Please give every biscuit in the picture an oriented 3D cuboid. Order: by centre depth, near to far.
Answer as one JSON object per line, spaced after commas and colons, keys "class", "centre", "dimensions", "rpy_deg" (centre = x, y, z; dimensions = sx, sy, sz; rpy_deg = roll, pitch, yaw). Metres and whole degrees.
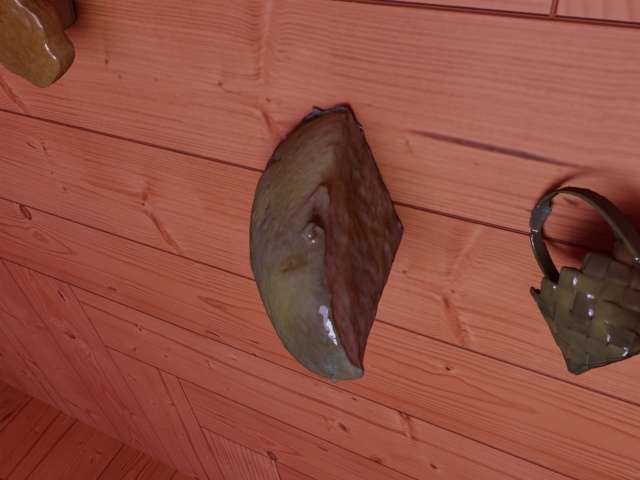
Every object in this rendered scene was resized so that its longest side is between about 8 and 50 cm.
{"class": "biscuit", "centre": [-0.424, -0.327, 0.660], "dimensions": [0.202, 0.047, 0.333], "rpy_deg": [-16, 120, 43]}

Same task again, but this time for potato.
{"class": "potato", "centre": [-0.036, 0.009, 0.678], "dimensions": [0.190, 0.264, 0.211], "rpy_deg": [-8, 131, 29]}

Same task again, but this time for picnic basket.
{"class": "picnic basket", "centre": [0.278, 0.028, 0.577], "dimensions": [0.178, 0.138, 0.128], "rpy_deg": [65, 157, 24]}

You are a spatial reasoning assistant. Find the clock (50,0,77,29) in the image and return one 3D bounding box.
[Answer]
{"class": "clock", "centre": [-0.413, -0.355, 0.718], "dimensions": [0.192, 0.071, 0.147], "rpy_deg": [26, 141, 11]}
